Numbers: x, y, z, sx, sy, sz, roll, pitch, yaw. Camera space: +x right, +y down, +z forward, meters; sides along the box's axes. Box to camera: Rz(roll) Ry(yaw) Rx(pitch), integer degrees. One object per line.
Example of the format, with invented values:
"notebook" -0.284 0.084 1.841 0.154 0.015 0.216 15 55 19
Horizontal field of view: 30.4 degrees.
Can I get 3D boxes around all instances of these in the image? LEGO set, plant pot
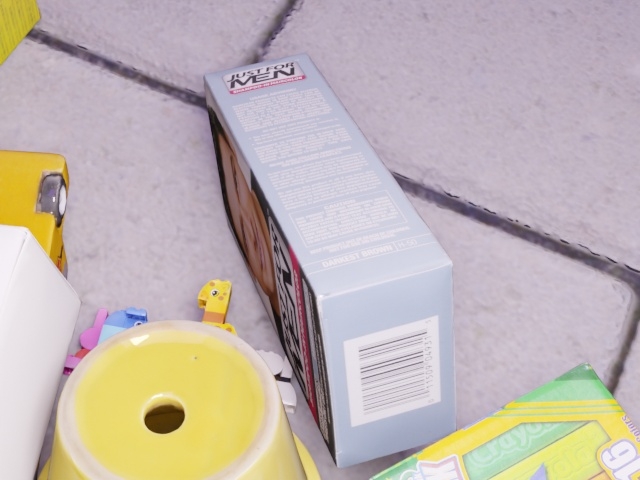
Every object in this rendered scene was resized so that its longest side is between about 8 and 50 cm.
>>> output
"LEGO set" -0.126 0.088 1.123 0.227 0.087 0.093 10 58 1
"plant pot" -0.117 0.198 0.944 0.254 0.239 0.254 1 48 -1

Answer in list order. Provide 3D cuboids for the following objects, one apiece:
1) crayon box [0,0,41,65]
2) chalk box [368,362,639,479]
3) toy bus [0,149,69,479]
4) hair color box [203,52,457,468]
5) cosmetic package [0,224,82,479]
"crayon box" -0.422 -0.208 1.219 0.081 0.202 0.318 23 59 11
"chalk box" 0.140 0.266 0.976 0.289 0.179 0.180 -26 63 -19
"toy bus" -0.300 0.076 1.087 0.108 0.130 0.332 2 55 -2
"hair color box" 0.000 0.000 1.053 0.114 0.185 0.374 -14 37 -11
"cosmetic package" -0.329 0.171 0.869 0.197 0.155 0.365 8 65 11
